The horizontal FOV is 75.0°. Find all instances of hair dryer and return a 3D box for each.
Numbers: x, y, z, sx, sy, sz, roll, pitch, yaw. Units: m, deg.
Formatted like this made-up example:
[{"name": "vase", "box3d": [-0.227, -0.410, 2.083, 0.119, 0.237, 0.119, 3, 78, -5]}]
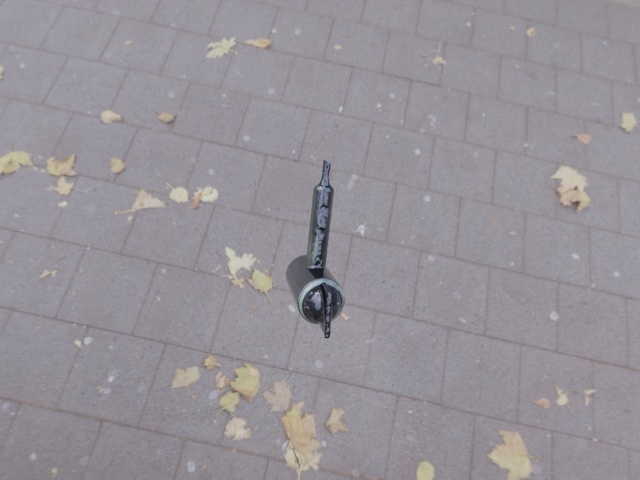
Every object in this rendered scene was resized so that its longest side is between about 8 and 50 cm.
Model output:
[{"name": "hair dryer", "box3d": [0.000, 0.000, 0.653, 0.078, 0.195, 0.248, 1, 102, -12]}]
